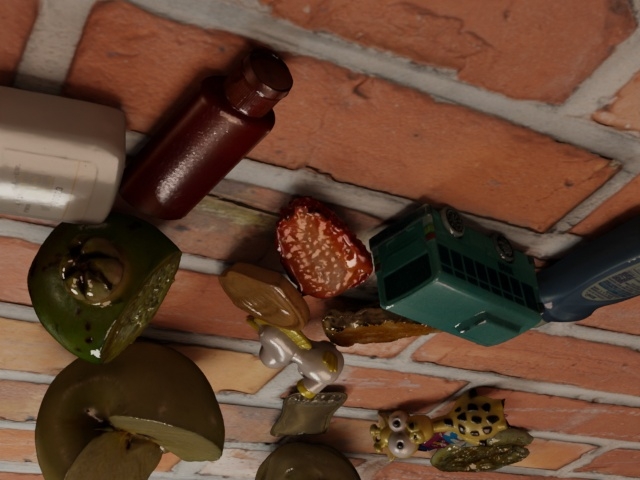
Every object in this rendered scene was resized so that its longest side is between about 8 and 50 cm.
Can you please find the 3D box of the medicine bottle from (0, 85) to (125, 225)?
[{"bbox_3d":[-0.371,-0.100,0.968,0.296,0.111,0.161,6,144,-23],"label":"medicine bottle"}]

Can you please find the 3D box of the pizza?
[{"bbox_3d":[0.103,0.123,1.431,0.226,0.069,0.147,-12,158,24],"label":"pizza"}]

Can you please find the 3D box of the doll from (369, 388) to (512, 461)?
[{"bbox_3d":[0.241,0.379,1.823,0.291,0.117,0.086,-13,168,13],"label":"doll"}]

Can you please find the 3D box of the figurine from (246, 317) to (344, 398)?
[{"bbox_3d":[-0.044,0.175,1.465,0.178,0.109,0.129,32,154,4],"label":"figurine"}]

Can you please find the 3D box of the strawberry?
[{"bbox_3d":[0.000,0.000,1.227,0.121,0.082,0.188,-18,132,7],"label":"strawberry"}]

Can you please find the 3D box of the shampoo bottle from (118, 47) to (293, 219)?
[{"bbox_3d":[-0.130,-0.118,1.024,0.102,0.064,0.260,22,137,-32],"label":"shampoo bottle"}]

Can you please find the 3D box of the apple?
[{"bbox_3d":[-0.316,0.292,1.468,0.295,0.233,0.258,-32,155,10],"label":"apple"}]

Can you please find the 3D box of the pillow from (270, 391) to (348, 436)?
[{"bbox_3d":[-0.029,0.351,1.793,0.130,0.033,0.217,2,146,-16],"label":"pillow"}]

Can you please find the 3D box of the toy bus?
[{"bbox_3d":[0.203,0.061,1.289,0.256,0.147,0.128,23,138,-37],"label":"toy bus"}]

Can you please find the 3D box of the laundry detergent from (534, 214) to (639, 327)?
[{"bbox_3d":[0.424,0.058,1.386,0.290,0.094,0.143,-30,147,36],"label":"laundry detergent"}]

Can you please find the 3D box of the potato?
[{"bbox_3d":[-0.022,0.566,1.954,0.243,0.221,0.326,-10,152,1],"label":"potato"}]

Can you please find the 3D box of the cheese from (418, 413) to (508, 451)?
[{"bbox_3d":[0.299,0.420,1.937,0.155,0.062,0.244,22,138,-39],"label":"cheese"}]

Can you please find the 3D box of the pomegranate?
[{"bbox_3d":[-0.295,0.052,1.126,0.159,0.241,0.190,32,107,3],"label":"pomegranate"}]

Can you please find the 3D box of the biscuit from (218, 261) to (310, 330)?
[{"bbox_3d":[-0.082,0.085,1.293,0.142,0.029,0.221,37,159,-13],"label":"biscuit"}]

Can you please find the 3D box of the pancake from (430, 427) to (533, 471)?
[{"bbox_3d":[0.380,0.502,2.101,0.254,0.037,0.253,-6,147,-4],"label":"pancake"}]
